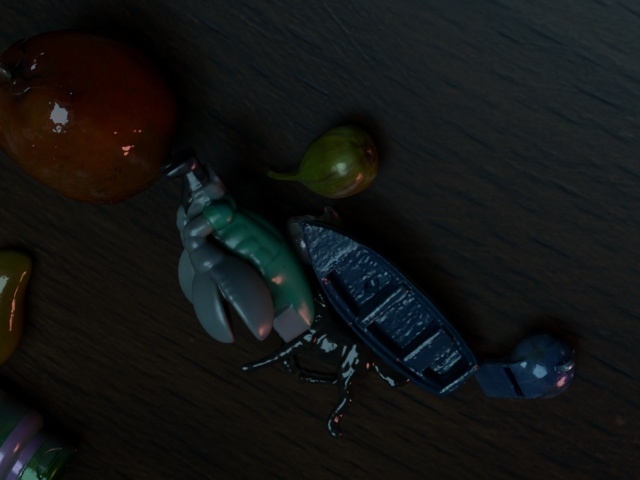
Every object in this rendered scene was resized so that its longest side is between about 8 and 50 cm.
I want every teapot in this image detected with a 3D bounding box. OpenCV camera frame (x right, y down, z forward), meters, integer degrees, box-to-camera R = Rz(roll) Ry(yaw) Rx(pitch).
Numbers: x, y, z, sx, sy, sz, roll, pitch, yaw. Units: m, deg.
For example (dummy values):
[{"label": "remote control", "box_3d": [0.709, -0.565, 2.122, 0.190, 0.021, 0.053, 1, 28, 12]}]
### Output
[{"label": "teapot", "box_3d": [0.000, 0.000, 1.977, 0.064, 0.064, 0.083, -23, 100, 17]}]

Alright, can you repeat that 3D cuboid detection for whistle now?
[{"label": "whistle", "box_3d": [0.264, 0.154, 1.956, 0.090, 0.090, 0.158, 59, 156, -12]}]

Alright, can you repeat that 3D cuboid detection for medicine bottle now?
[{"label": "medicine bottle", "box_3d": [-0.482, 0.262, 2.212, 0.274, 0.133, 0.133, 32, 119, 1]}]

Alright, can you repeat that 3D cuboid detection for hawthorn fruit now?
[{"label": "hawthorn fruit", "box_3d": [-0.307, -0.162, 1.892, 0.211, 0.299, 0.211, -12, 69, 33]}]

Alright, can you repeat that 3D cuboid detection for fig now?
[{"label": "fig", "box_3d": [0.007, -0.086, 1.941, 0.093, 0.093, 0.166, 52, 146, -8]}]

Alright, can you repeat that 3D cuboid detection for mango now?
[{"label": "mango", "box_3d": [-0.448, 0.093, 2.154, 0.102, 0.085, 0.184, 23, 113, 7]}]

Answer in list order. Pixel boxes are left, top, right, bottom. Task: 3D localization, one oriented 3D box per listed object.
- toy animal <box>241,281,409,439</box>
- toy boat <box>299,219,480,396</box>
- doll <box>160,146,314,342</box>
[{"label": "toy animal", "box_3d": [0.000, 0.141, 2.026, 0.233, 0.084, 0.148, 35, 118, 5]}, {"label": "toy boat", "box_3d": [0.076, 0.071, 1.947, 0.096, 0.061, 0.299, -40, 109, 15]}, {"label": "doll", "box_3d": [-0.117, 0.019, 1.933, 0.153, 0.195, 0.258, -33, 81, 5]}]
